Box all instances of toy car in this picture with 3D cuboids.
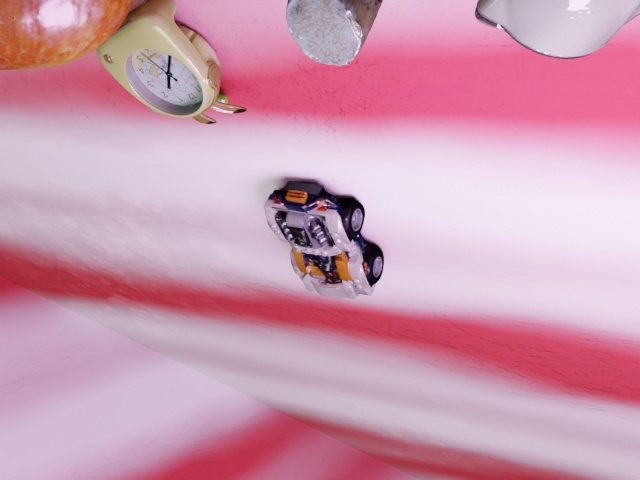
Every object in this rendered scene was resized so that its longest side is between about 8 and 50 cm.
[{"bbox_3d":[-0.001,0.001,1.675,0.193,0.118,0.301,9,150,27],"label":"toy car"}]

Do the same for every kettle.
[{"bbox_3d":[0.299,-0.307,0.866,0.240,0.165,0.255,-6,155,-9],"label":"kettle"}]

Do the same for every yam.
[{"bbox_3d":[0.027,-0.305,1.004,0.107,0.194,0.107,15,154,7],"label":"yam"}]

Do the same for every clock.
[{"bbox_3d":[-0.228,-0.263,1.375,0.170,0.069,0.232,-15,130,42],"label":"clock"}]

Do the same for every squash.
[{"bbox_3d":[-0.195,-0.248,1.451,0.089,0.027,0.027,20,153,11],"label":"squash"}]

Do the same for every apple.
[{"bbox_3d":[-0.393,-0.364,1.106,0.277,0.309,0.250,49,143,32],"label":"apple"}]
